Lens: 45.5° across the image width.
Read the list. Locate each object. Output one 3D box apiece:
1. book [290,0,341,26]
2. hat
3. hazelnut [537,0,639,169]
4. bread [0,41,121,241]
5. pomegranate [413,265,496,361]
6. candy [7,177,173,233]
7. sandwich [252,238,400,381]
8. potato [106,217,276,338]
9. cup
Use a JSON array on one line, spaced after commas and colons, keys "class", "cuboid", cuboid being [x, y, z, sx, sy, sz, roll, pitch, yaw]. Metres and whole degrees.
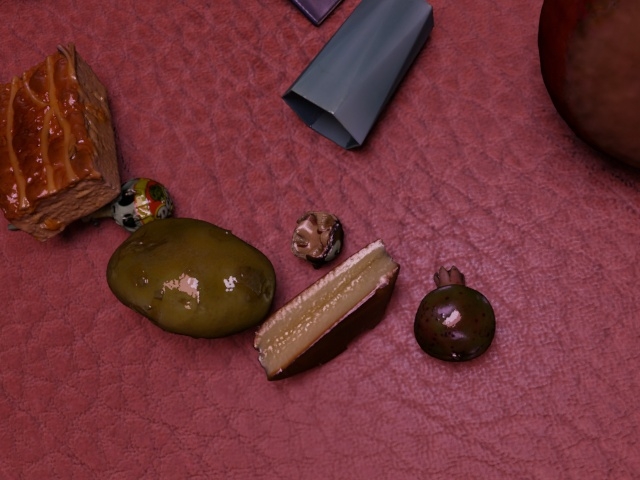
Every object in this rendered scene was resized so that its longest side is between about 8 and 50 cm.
[{"class": "book", "cuboid": [-0.038, -0.506, 1.221, 0.269, 0.025, 0.191, 43, 88, -9]}, {"class": "hat", "cuboid": [0.001, 0.000, 1.125, 0.076, 0.059, 0.077, 9, 72, 31]}, {"class": "hazelnut", "cuboid": [0.483, -0.267, 0.945, 0.409, 0.359, 0.359, 12, 78, 7]}, {"class": "bread", "cuboid": [-0.419, -0.154, 1.193, 0.184, 0.114, 0.275, -27, 58, 15]}, {"class": "pomegranate", "cuboid": [0.181, 0.097, 1.037, 0.114, 0.114, 0.142, -7, 50, 11]}, {"class": "candy", "cuboid": [-0.376, -0.038, 1.217, 0.305, 0.083, 0.091, -9, 44, 18]}, {"class": "sandwich", "cuboid": [0.016, 0.102, 1.083, 0.244, 0.088, 0.090, -39, 62, 4]}, {"class": "potato", "cuboid": [-0.187, 0.050, 1.088, 0.253, 0.186, 0.148, 7, 107, 13]}, {"class": "cup", "cuboid": [0.070, -0.266, 1.148, 0.236, 0.148, 0.134, -52, 45, -8]}]
